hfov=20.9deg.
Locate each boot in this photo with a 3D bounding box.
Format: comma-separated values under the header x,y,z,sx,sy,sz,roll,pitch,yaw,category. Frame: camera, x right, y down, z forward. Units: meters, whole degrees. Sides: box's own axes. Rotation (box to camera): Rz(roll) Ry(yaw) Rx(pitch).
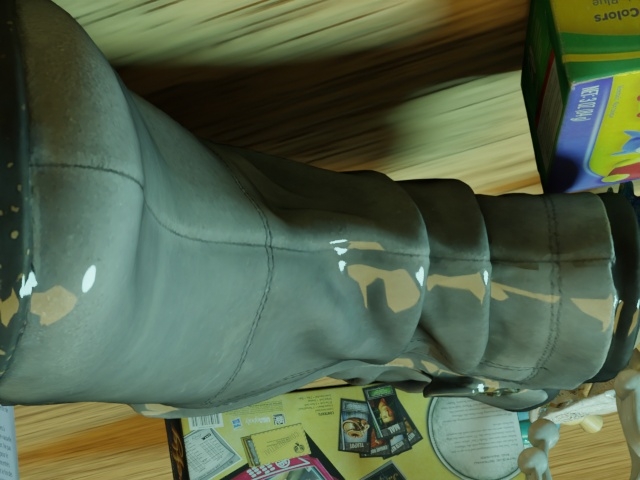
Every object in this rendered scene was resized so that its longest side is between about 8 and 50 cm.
x,y,z,sx,sy,sz,roll,pitch,yaw,category
0.000,0.000,0.547,0.223,0.118,0.338,3,176,-3,boot

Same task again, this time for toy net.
x,y,z,sx,sy,sz,roll,pitch,yaw,category
0.156,0.126,1.295,0.122,0.045,0.232,-3,162,-17,toy net

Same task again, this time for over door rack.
x,y,z,sx,sy,sz,roll,pitch,yaw,category
0.247,0.102,1.101,0.324,0.108,0.239,-16,159,-32,over door rack

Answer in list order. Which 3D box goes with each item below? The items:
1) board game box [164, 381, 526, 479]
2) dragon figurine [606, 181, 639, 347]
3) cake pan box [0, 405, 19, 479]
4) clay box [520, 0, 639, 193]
x,y,z,sx,sy,sz,roll,pitch,yaw,category
0.027,0.181,1.174,0.243,0.165,0.042,-4,164,-20,board game box
0.234,-0.020,0.722,0.289,0.144,0.085,-38,153,20,dragon figurine
-0.190,0.134,0.717,0.070,0.245,0.267,-9,167,10,cake pan box
0.180,-0.071,0.564,0.222,0.053,0.127,-10,166,2,clay box
